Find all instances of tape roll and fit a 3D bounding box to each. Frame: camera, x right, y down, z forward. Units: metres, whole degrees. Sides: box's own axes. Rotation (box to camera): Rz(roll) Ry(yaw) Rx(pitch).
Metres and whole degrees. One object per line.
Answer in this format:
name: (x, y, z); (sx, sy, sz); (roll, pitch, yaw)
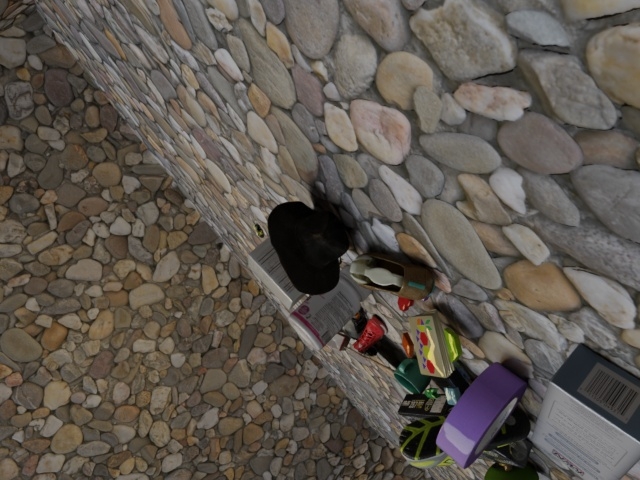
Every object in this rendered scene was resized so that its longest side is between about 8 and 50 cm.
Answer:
tape roll: (0.423, 0.457, 1.260); (0.090, 0.274, 0.275); (36, 159, 33)

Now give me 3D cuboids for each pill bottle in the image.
pill bottle: (0.038, 0.230, 1.680); (0.160, 0.283, 0.160); (42, 162, 17)

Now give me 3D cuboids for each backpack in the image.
backpack: (0.420, 0.440, 1.554); (0.105, 0.084, 0.114); (50, 158, -4)

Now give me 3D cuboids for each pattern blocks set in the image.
pattern blocks set: (0.305, 0.285, 1.342); (0.285, 0.026, 0.325); (173, 87, -70)

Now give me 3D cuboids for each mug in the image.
mug: (0.357, 0.506, 1.820); (0.129, 0.097, 0.158); (39, 160, 15)

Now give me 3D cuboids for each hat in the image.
hat: (0.002, 0.001, 1.422); (0.133, 0.331, 0.331); (-24, 112, 31)

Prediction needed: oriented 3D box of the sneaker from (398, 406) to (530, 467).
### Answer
sneaker: (0.428, 0.581, 1.442); (0.145, 0.384, 0.147); (-96, -11, -45)

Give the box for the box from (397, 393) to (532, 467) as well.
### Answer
box: (0.484, 0.658, 1.688); (0.318, 0.097, 0.395); (33, 158, 0)

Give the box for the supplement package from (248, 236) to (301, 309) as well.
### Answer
supplement package: (-0.144, 0.116, 2.016); (0.263, 0.198, 0.199); (46, 162, 7)

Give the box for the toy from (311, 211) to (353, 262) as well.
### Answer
toy: (0.000, 0.000, 1.659); (0.237, 0.056, 0.136); (54, 163, -19)

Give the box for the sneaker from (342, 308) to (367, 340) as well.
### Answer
sneaker: (0.135, 0.327, 1.979); (0.107, 0.100, 0.272); (13, 143, 49)

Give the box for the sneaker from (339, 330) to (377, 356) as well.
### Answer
sneaker: (0.169, 0.447, 2.219); (0.237, 0.086, 0.085); (36, 134, 0)

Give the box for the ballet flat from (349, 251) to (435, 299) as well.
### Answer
ballet flat: (0.160, 0.093, 1.335); (0.124, 0.116, 0.342); (11, -177, -32)

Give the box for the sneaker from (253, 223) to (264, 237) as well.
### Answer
sneaker: (-0.294, -0.042, 2.314); (0.035, 0.031, 0.083); (23, 150, 53)

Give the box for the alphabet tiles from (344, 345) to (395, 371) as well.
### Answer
alphabet tiles: (0.248, 0.527, 2.054); (0.284, 0.011, 0.342); (22, 169, 20)

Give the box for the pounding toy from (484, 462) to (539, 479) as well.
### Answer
pounding toy: (0.630, 0.792, 1.674); (0.183, 0.236, 0.110); (143, 116, -71)

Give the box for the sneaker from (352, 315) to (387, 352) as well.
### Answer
sneaker: (0.193, 0.388, 1.914); (0.087, 0.128, 0.221); (39, 161, 25)

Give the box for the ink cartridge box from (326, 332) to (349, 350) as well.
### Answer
ink cartridge box: (0.061, 0.427, 2.082); (0.115, 0.067, 0.198); (22, 174, 17)

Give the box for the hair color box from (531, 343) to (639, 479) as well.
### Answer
hair color box: (0.579, 0.392, 1.023); (0.185, 0.113, 0.375); (35, 158, 36)
